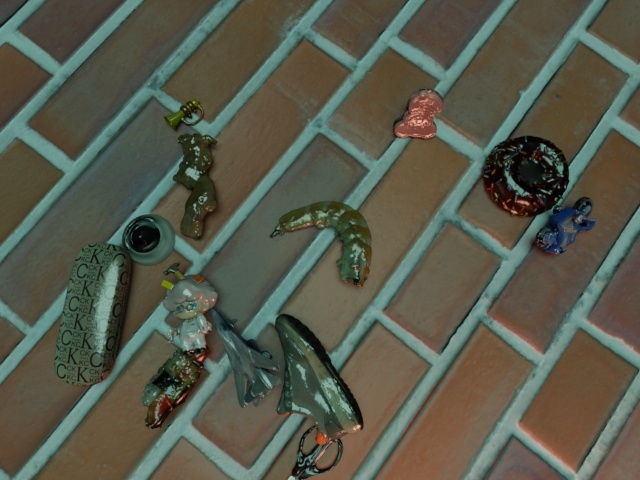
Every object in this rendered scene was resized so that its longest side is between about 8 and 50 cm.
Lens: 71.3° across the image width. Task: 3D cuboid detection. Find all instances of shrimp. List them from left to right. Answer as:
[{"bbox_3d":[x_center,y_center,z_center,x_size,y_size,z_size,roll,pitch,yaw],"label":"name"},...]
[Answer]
[{"bbox_3d":[0.028,-0.018,1.188,0.287,0.068,0.185,31,79,6],"label":"shrimp"}]

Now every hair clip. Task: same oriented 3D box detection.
[{"bbox_3d":[0.273,-0.345,1.221,0.123,0.138,0.102,6,85,-8],"label":"hair clip"}]

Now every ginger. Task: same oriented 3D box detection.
[{"bbox_3d":[-0.335,-0.149,1.192,0.122,0.084,0.290,-2,80,-9],"label":"ginger"}]

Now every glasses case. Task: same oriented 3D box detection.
[{"bbox_3d":[-0.569,0.181,1.124,0.137,0.085,0.355,6,82,3],"label":"glasses case"}]

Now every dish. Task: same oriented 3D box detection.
[{"bbox_3d":[-0.461,-0.009,1.167,0.141,0.078,0.141,0,79,-1],"label":"dish"}]

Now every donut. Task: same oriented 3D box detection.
[{"bbox_3d":[0.568,-0.182,1.223,0.235,0.089,0.235,0,82,-2],"label":"donut"}]

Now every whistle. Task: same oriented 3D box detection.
[{"bbox_3d":[-0.377,-0.354,1.251,0.109,0.046,0.057,-39,69,-14],"label":"whistle"}]

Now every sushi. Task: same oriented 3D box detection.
[{"bbox_3d":[-0.360,0.348,1.098,0.103,0.097,0.226,39,66,0],"label":"sushi"}]

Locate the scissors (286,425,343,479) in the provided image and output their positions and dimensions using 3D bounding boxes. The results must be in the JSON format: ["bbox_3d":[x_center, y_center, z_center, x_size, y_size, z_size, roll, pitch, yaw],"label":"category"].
[{"bbox_3d":[-0.068,0.592,1.097,0.109,0.022,0.300,42,80,9],"label":"scissors"}]

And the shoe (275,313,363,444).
[{"bbox_3d":[-0.046,0.351,1.099,0.171,0.132,0.337,-34,83,3],"label":"shoe"}]

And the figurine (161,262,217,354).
[{"bbox_3d":[-0.321,0.168,1.115,0.137,0.112,0.229,-16,67,7],"label":"figurine"}]

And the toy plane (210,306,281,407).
[{"bbox_3d":[-0.197,0.272,1.121,0.088,0.212,0.267,-5,53,-45],"label":"toy plane"}]

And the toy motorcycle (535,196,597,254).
[{"bbox_3d":[0.656,-0.030,1.196,0.205,0.076,0.114,-34,123,-10],"label":"toy motorcycle"}]
